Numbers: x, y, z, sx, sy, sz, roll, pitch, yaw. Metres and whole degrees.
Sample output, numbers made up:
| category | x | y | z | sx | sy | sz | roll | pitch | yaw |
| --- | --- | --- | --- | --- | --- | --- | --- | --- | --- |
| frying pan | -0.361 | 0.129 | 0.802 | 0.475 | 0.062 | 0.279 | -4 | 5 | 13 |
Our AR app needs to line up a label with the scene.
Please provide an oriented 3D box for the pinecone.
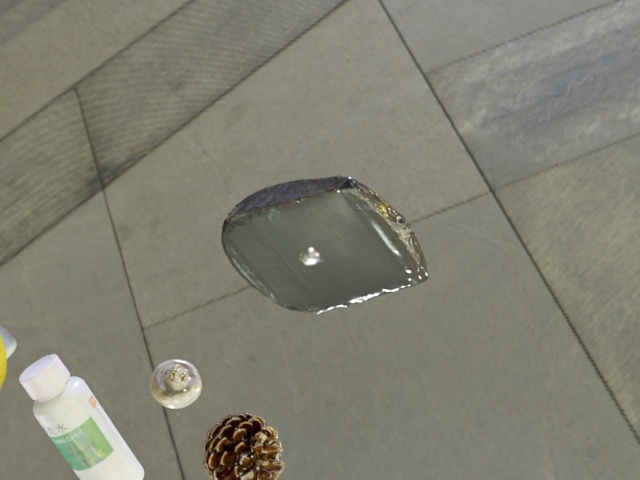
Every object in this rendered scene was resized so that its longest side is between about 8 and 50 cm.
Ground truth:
| category | x | y | z | sx | sy | sz | roll | pitch | yaw |
| --- | --- | --- | --- | --- | --- | --- | --- | --- | --- |
| pinecone | -0.141 | 0.423 | 1.559 | 0.163 | 0.163 | 0.165 | -43 | 21 | -15 |

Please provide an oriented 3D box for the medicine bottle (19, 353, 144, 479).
| category | x | y | z | sx | sy | sz | roll | pitch | yaw |
| --- | --- | --- | --- | --- | --- | --- | --- | --- | --- |
| medicine bottle | -0.388 | 0.307 | 1.311 | 0.095 | 0.260 | 0.095 | -24 | 18 | 8 |

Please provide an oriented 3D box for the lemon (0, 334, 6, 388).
| category | x | y | z | sx | sy | sz | roll | pitch | yaw |
| --- | --- | --- | --- | --- | --- | --- | --- | --- | --- |
| lemon | -0.545 | 0.169 | 1.125 | 0.192 | 0.231 | 0.192 | -27 | 25 | 14 |

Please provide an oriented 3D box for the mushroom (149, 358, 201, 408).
| category | x | y | z | sx | sy | sz | roll | pitch | yaw |
| --- | --- | --- | --- | --- | --- | --- | --- | --- | --- |
| mushroom | -0.232 | 0.223 | 1.294 | 0.085 | 0.079 | 0.085 | 2 | 50 | -2 |

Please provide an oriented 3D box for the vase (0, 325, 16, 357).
| category | x | y | z | sx | sy | sz | roll | pitch | yaw |
| --- | --- | --- | --- | --- | --- | --- | --- | --- | --- |
| vase | -0.687 | 0.130 | 1.402 | 0.245 | 0.245 | 0.291 | -43 | 104 | -15 |

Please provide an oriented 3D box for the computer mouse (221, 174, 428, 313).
| category | x | y | z | sx | sy | sz | roll | pitch | yaw |
| --- | --- | --- | --- | --- | --- | --- | --- | --- | --- |
| computer mouse | 0.002 | -0.003 | 0.964 | 0.295 | 0.168 | 0.087 | -13 | 32 | 45 |
